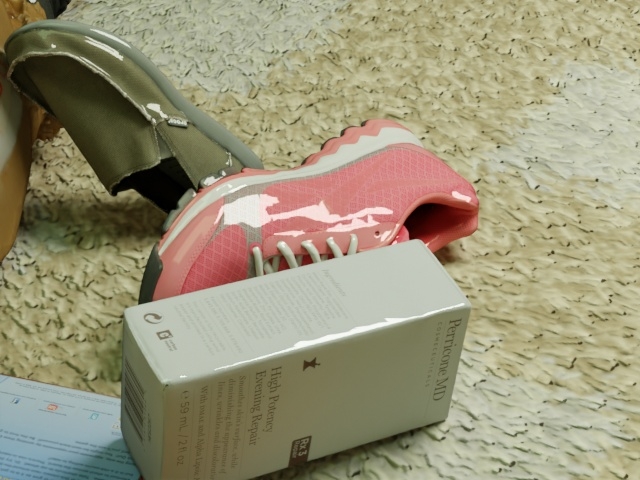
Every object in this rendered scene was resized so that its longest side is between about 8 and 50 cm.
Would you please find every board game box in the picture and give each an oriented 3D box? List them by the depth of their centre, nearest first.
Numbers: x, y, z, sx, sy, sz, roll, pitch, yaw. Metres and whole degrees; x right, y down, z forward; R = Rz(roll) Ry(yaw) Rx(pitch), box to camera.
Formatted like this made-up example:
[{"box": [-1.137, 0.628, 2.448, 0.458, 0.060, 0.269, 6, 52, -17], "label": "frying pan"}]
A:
[{"box": [-0.252, 0.147, 1.077, 0.281, 0.027, 0.145, 9, 35, 16], "label": "board game box"}]

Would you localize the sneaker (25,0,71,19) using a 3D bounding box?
[{"box": [-0.301, -0.310, 1.647, 0.139, 0.125, 0.341, -4, 37, -11], "label": "sneaker"}]

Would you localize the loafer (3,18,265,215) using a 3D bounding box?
[{"box": [-0.157, -0.089, 1.270, 0.251, 0.094, 0.087, 34, 51, -18], "label": "loafer"}]

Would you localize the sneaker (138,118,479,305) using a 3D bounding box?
[{"box": [0.000, -0.001, 1.197, 0.313, 0.116, 0.136, -29, 45, -33], "label": "sneaker"}]

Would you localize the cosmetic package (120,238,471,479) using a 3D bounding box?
[{"box": [-0.018, 0.087, 1.048, 0.231, 0.117, 0.085, -13, 42, -23], "label": "cosmetic package"}]

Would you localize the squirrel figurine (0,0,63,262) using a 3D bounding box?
[{"box": [-0.434, -0.123, 1.326, 0.370, 0.281, 0.397, -4, 20, 16], "label": "squirrel figurine"}]
